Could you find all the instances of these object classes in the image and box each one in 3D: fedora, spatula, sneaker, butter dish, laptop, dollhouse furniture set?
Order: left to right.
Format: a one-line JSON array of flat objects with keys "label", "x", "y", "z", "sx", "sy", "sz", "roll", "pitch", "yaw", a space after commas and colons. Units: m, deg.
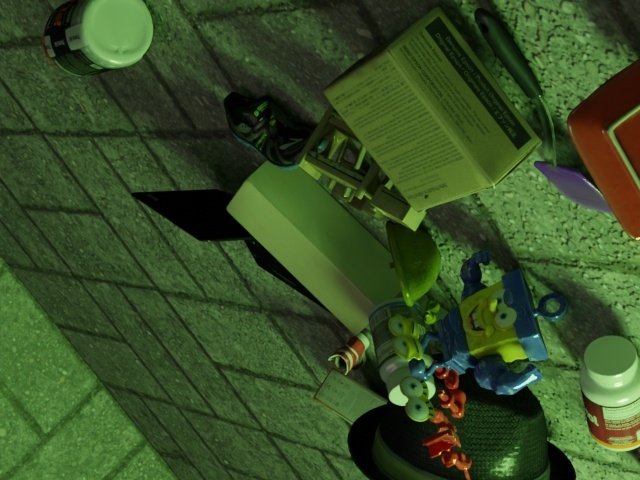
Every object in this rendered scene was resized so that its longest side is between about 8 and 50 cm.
[{"label": "laptop", "x": -0.134, "y": 0.019, "z": 2.359, "sx": 0.234, "sy": 0.136, "sz": 0.264, "roll": 32, "pitch": 155, "yaw": 51}, {"label": "sneaker", "x": -0.071, "y": -0.155, "z": 2.091, "sx": 0.188, "sy": 0.067, "sz": 0.078, "roll": 29, "pitch": 158, "yaw": 39}, {"label": "sneaker", "x": 0.044, "y": 0.197, "z": 2.484, "sx": 0.042, "sy": 0.067, "sz": 0.118, "roll": 39, "pitch": 156, "yaw": 15}, {"label": "dollhouse furniture set", "x": 0.093, "y": -0.080, "z": 1.960, "sx": 0.182, "sy": 0.101, "sz": 0.161, "roll": 30, "pitch": 177, "yaw": 31}, {"label": "fedora", "x": 0.206, "y": 0.260, "z": 2.150, "sx": 0.334, "sy": 0.334, "sz": 0.152, "roll": 24, "pitch": 119, "yaw": 40}, {"label": "spatula", "x": 0.239, "y": -0.135, "z": 1.655, "sx": 0.084, "sy": 0.030, "sz": 0.296, "roll": 18, "pitch": 145, "yaw": 56}, {"label": "butter dish", "x": 0.314, "y": -0.110, "z": 1.463, "sx": 0.160, "sy": 0.160, "sz": 0.118, "roll": 55, "pitch": 178, "yaw": -22}]

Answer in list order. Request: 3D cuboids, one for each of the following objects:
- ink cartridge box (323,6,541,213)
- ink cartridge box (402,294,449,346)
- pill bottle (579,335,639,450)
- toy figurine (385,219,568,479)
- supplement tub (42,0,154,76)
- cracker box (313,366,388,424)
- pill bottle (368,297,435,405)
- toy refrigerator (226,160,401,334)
[{"label": "ink cartridge box", "x": 0.122, "y": -0.143, "z": 1.731, "sx": 0.193, "sy": 0.088, "sz": 0.234, "roll": 51, "pitch": 162, "yaw": -7}, {"label": "ink cartridge box", "x": 0.151, "y": 0.111, "z": 2.188, "sx": 0.083, "sy": 0.048, "sz": 0.028, "roll": 36, "pitch": 155, "yaw": 23}, {"label": "pill bottle", "x": 0.372, "y": 0.191, "z": 1.906, "sx": 0.086, "sy": 0.086, "sz": 0.152, "roll": 27, "pitch": 150, "yaw": 36}, {"label": "toy figurine", "x": 0.223, "y": 0.108, "z": 1.975, "sx": 0.191, "sy": 0.217, "sz": 0.362, "roll": 48, "pitch": -155, "yaw": -45}, {"label": "supplement tub", "x": -0.332, "y": -0.302, "z": 2.219, "sx": 0.117, "sy": 0.117, "sz": 0.190, "roll": 54, "pitch": 155, "yaw": -19}, {"label": "cracker box", "x": 0.119, "y": 0.306, "z": 2.481, "sx": 0.232, "sy": 0.067, "sz": 0.156, "roll": 31, "pitch": 176, "yaw": 31}, {"label": "pill bottle", "x": 0.115, "y": 0.154, "z": 2.094, "sx": 0.078, "sy": 0.078, "sz": 0.137, "roll": 81, "pitch": 179, "yaw": -54}, {"label": "toy refrigerator", "x": 0.000, "y": 0.000, "z": 2.202, "sx": 0.269, "sy": 0.094, "sz": 0.102, "roll": 44, "pitch": 148, "yaw": 2}]
